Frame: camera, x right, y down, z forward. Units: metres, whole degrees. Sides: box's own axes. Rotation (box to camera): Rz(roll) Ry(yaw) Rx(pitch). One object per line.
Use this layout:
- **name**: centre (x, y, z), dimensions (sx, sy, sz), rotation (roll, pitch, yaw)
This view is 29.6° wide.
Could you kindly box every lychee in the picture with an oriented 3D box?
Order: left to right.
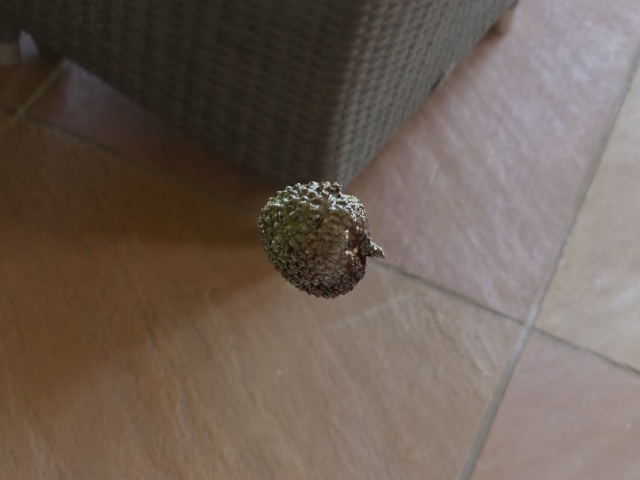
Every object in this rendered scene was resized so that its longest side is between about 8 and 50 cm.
- **lychee**: centre (0.000, 0.000, 0.760), dimensions (0.083, 0.068, 0.067), rotation (23, 48, 11)
